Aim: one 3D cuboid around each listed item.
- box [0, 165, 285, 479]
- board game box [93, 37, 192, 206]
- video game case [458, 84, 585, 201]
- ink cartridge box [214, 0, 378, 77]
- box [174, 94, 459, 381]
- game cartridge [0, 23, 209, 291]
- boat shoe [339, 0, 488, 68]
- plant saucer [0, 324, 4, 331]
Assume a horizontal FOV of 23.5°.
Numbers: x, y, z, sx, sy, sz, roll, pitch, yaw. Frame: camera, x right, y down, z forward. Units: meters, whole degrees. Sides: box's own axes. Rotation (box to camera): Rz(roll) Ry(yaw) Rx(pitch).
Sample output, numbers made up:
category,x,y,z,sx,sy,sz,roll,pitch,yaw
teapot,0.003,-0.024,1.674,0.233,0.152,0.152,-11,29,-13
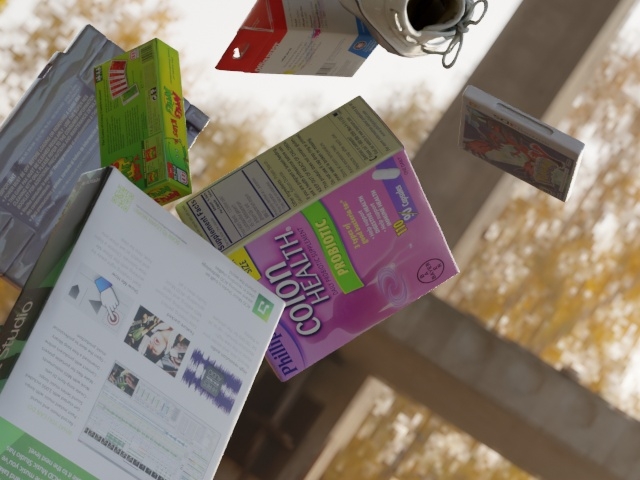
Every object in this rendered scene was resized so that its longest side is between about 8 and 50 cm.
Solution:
category,x,y,z,sx,sy,sz,roll,pitch,yaw
box,-0.178,0.130,1.355,0.058,0.322,0.232,-12,-43,47
board game box,-0.196,-0.123,1.693,0.092,0.181,0.043,-21,-28,27
video game case,0.283,-0.135,2.198,0.183,0.023,0.201,29,-14,12
ink cartridge box,-0.037,-0.310,2.303,0.231,0.078,0.134,0,-23,-24
box,0.000,0.000,1.710,0.117,0.243,0.213,55,-5,47
game cartridge,-0.341,-0.096,2.118,0.230,0.355,0.068,37,-16,-11
boat shoe,0.160,-0.324,2.167,0.156,0.136,0.367,23,0,22
plant saucer,-0.355,0.167,1.521,0.317,0.317,0.043,66,8,-66
